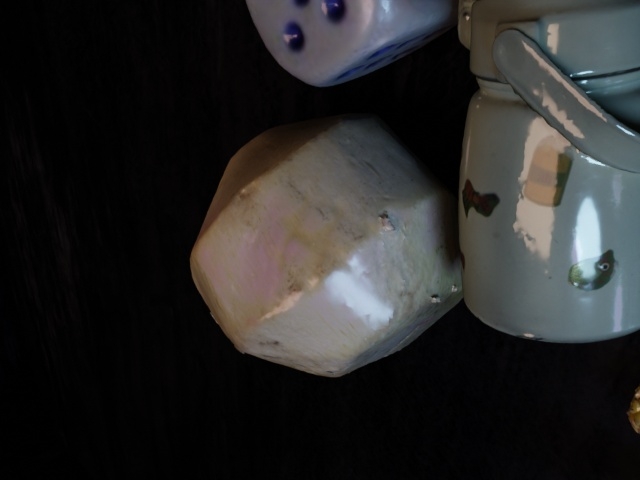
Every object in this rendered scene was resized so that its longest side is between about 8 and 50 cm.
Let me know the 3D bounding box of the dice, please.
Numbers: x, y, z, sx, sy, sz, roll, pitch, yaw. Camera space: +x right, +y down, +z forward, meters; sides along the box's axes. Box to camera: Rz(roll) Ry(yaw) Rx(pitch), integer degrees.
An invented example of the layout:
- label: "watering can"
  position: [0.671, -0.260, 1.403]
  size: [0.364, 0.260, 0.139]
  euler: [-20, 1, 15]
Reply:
- label: "dice"
  position: [0.043, -0.290, 0.764]
  size: [0.194, 0.193, 0.191]
  euler: [-22, 97, 50]

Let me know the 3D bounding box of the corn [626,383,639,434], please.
- label: "corn"
  position: [0.456, 0.232, 0.716]
  size: [0.292, 0.101, 0.101]
  euler: [28, 131, 39]

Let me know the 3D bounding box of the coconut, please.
- label: "coconut"
  position: [0.000, 0.000, 0.905]
  size: [0.353, 0.353, 0.352]
  euler: [26, 131, 35]

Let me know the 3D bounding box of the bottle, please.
- label: "bottle"
  position: [0.240, -0.100, 0.664]
  size: [0.229, 0.229, 0.351]
  euler: [15, 120, 42]
